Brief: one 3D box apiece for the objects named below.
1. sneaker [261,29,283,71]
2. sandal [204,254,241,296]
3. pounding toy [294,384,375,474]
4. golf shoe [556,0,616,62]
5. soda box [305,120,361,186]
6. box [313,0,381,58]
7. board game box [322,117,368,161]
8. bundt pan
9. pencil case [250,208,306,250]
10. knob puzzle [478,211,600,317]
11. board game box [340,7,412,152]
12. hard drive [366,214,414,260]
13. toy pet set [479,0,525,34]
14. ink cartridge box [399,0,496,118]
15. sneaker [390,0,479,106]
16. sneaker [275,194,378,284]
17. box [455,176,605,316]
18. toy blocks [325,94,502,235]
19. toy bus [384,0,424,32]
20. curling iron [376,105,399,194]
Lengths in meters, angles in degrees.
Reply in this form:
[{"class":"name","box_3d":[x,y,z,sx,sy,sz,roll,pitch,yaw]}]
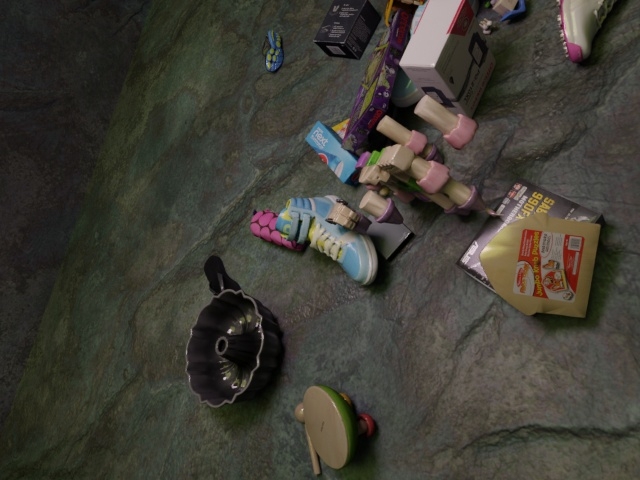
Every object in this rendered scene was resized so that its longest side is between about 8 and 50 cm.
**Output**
[{"class":"sneaker","box_3d":[-0.190,-0.727,1.741,0.078,0.067,0.188,-36,51,51]},{"class":"sandal","box_3d":[-0.344,0.143,1.500,0.097,0.054,0.254,-54,47,9]},{"class":"pounding toy","box_3d":[0.042,0.425,1.045,0.182,0.110,0.237,65,145,24]},{"class":"golf shoe","box_3d":[0.589,-0.531,0.960,0.140,0.115,0.306,0,73,37]},{"class":"soda box","box_3d":[0.048,-0.251,1.297,0.071,0.067,0.210,-49,59,21]},{"class":"box","box_3d":[0.086,-0.691,1.461,0.156,0.093,0.158,30,93,44]},{"class":"board game box","box_3d":[0.071,-0.310,1.360,0.154,0.026,0.103,-21,60,33]},{"class":"bundt pan","box_3d":[-0.241,0.313,1.296,0.331,0.124,0.330,-18,61,35]},{"class":"pencil case","box_3d":[-0.124,-0.036,1.372,0.209,0.095,0.098,20,65,41]},{"class":"knob puzzle","box_3d":[0.395,0.042,0.830,0.213,0.030,0.213,0,91,13]},{"class":"board game box","box_3d":[0.151,-0.431,1.216,0.208,0.056,0.346,-36,33,62]},{"class":"hard drive","box_3d":[0.168,-0.022,1.160,0.094,0.022,0.135,-50,48,12]},{"class":"toy pet set","box_3d":[0.465,-0.586,1.138,0.122,0.065,0.114,-62,12,-2]},{"class":"ink cartridge box","box_3d":[0.310,-0.420,1.062,0.100,0.237,0.171,23,88,41]},{"class":"sneaker","box_3d":[0.275,-0.545,1.199,0.135,0.150,0.365,31,92,45]},{"class":"sneaker","box_3d":[0.000,0.000,1.153,0.319,0.208,0.127,58,139,44]},{"class":"box","box_3d":[0.418,0.009,0.912,0.231,0.056,0.183,-56,47,8]},{"class":"toy blocks","box_3d":[0.220,-0.110,1.008,0.308,0.260,0.288,-61,14,-1]},{"class":"toy bus","box_3d":[0.235,-0.669,1.315,0.191,0.202,0.104,41,130,36]},{"class":"curling iron","box_3d":[0.191,-0.246,1.221,0.068,0.035,0.273,136,148,-70]}]
